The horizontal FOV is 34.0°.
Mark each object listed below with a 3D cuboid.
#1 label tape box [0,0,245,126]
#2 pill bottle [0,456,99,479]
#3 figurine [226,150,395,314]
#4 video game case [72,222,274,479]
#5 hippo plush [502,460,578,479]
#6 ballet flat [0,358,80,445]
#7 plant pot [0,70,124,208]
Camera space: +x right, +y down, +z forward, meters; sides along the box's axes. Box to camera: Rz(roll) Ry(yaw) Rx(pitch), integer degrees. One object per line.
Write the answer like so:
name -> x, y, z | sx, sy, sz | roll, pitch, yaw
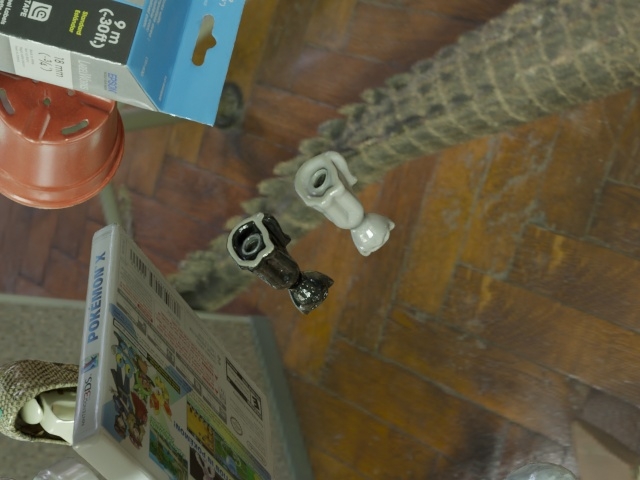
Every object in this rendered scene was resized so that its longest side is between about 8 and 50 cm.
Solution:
label tape box -> -0.263, -0.305, 1.287 | 0.106, 0.333, 0.241 | 119, 163, -67
pill bottle -> -0.253, 0.248, 0.766 | 0.117, 0.208, 0.118 | 29, 132, 38
figurine -> 0.000, 0.000, 1.547 | 0.215, 0.209, 0.092 | -43, 49, 3
video game case -> -0.138, 0.184, 1.087 | 0.036, 0.329, 0.300 | -25, 37, 12
hippo plush -> 0.260, 0.411, 1.292 | 0.236, 0.294, 0.234 | -32, 44, -9
ballet flat -> -0.296, 0.291, 1.694 | 0.182, 0.482, 0.164 | 33, 109, 55
plant pot -> -0.455, -0.217, 1.767 | 0.265, 0.272, 0.273 | 141, 127, -70
